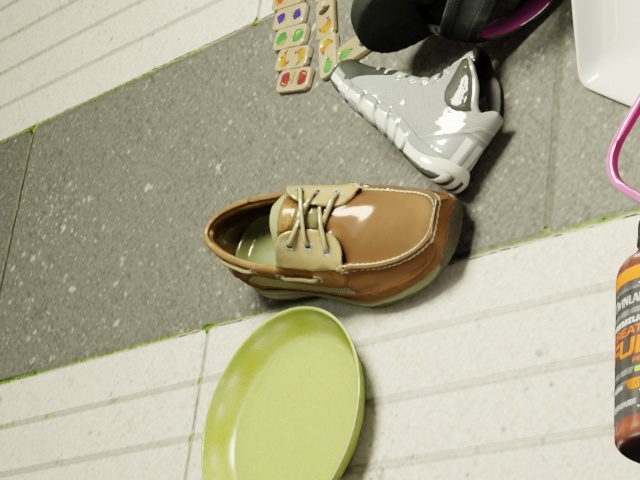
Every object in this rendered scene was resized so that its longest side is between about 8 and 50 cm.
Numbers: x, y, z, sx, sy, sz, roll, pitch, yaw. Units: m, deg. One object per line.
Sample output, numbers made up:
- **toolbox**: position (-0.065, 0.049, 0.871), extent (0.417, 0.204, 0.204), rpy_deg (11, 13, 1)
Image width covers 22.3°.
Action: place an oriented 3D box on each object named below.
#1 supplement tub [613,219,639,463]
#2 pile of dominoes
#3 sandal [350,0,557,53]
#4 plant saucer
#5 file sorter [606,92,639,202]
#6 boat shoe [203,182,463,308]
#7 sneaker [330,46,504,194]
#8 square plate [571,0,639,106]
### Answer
- **supplement tub**: position (0.284, 0.075, 1.277), extent (0.106, 0.106, 0.198), rpy_deg (-21, 54, 43)
- **pile of dominoes**: position (-0.001, -0.298, 1.897), extent (0.196, 0.040, 0.251), rpy_deg (-31, 47, 36)
- **sandal**: position (0.195, -0.283, 1.555), extent (0.446, 0.167, 0.107), rpy_deg (-34, 68, 39)
- **plant saucer**: position (-0.032, 0.186, 1.656), extent (0.241, 0.037, 0.241), rpy_deg (-27, 51, 39)
- **file sorter**: position (0.368, -0.045, 1.092), extent (0.202, 0.291, 0.182), rpy_deg (-60, 34, 7)
- **boat shoe**: position (0.000, 0.000, 1.654), extent (0.324, 0.120, 0.122), rpy_deg (-11, 62, 48)
- **sneaker**: position (0.112, -0.153, 1.651), extent (0.132, 0.086, 0.228), rpy_deg (-51, 48, 10)
- **square plate**: position (0.320, -0.248, 1.325), extent (0.344, 0.049, 0.347), rpy_deg (33, 139, 53)
